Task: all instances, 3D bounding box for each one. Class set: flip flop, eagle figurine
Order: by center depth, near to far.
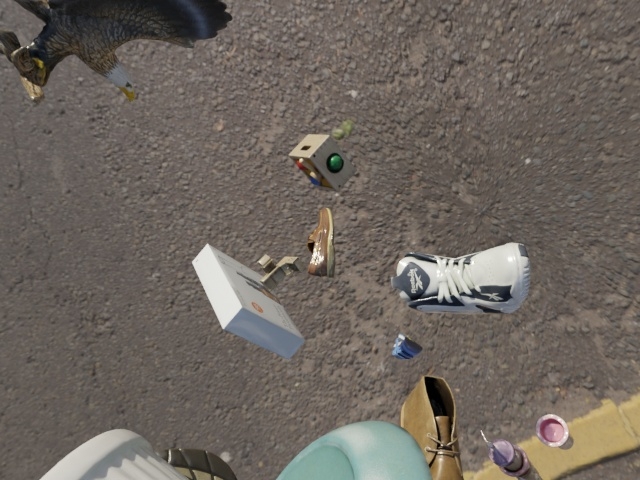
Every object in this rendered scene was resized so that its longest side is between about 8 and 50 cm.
[{"bbox_3d":[-0.315,-0.317,0.767,0.298,0.225,0.226,-38,77,-12],"label":"eagle figurine"},{"bbox_3d":[-0.273,0.416,0.868,0.276,0.112,0.080,6,138,-6],"label":"flip flop"}]

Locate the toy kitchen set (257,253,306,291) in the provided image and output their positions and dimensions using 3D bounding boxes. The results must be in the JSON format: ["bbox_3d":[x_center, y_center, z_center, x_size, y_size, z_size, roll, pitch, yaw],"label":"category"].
[{"bbox_3d":[-0.095,0.062,1.140,0.083,0.075,0.068,-44,108,-21],"label":"toy kitchen set"}]

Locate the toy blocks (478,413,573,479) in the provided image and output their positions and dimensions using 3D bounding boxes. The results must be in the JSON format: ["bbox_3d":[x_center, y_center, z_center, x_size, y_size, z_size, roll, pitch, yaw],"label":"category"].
[{"bbox_3d":[0.427,0.542,1.021,0.309,0.260,0.289,-40,45,11],"label":"toy blocks"}]

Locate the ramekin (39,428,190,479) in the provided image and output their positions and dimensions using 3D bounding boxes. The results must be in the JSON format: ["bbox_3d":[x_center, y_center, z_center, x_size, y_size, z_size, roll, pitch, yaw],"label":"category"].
[{"bbox_3d":[-0.180,0.303,0.399,0.127,0.273,0.273,24,100,9],"label":"ramekin"}]

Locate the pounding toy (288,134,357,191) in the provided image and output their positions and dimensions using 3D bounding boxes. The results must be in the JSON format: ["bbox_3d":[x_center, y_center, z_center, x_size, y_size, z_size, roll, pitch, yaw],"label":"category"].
[{"bbox_3d":[-0.004,-0.172,1.163,0.100,0.141,0.130,-48,118,-10],"label":"pounding toy"}]

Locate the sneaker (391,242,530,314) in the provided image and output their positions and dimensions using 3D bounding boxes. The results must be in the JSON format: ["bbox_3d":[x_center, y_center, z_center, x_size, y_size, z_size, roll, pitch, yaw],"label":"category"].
[{"bbox_3d":[0.186,0.059,0.743,0.152,0.235,0.094,2,81,-7],"label":"sneaker"}]

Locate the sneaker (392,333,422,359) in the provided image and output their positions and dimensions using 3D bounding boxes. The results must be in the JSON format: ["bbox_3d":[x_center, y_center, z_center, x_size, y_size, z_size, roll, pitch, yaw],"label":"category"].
[{"bbox_3d":[0.212,0.272,1.271,0.053,0.144,0.059,32,86,3],"label":"sneaker"}]

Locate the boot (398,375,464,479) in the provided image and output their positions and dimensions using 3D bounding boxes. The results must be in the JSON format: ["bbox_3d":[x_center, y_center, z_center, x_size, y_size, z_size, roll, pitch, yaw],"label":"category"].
[{"bbox_3d":[0.182,0.349,0.826,0.112,0.305,0.115,9,122,-4],"label":"boot"}]

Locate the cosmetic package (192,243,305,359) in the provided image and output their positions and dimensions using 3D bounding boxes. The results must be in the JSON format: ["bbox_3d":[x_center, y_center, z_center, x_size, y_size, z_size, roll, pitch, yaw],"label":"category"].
[{"bbox_3d":[-0.240,0.194,1.672,0.097,0.284,0.377,-51,40,7],"label":"cosmetic package"}]

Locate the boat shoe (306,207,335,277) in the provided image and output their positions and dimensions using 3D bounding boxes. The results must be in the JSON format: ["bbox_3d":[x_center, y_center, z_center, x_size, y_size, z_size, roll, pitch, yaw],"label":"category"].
[{"bbox_3d":[0.000,0.001,1.098,0.060,0.064,0.178,0,52,-1],"label":"boat shoe"}]

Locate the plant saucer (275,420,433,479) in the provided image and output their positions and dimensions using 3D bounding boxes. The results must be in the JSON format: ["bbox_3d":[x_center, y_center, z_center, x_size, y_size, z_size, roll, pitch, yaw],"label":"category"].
[{"bbox_3d":[-0.026,0.280,0.393,0.043,0.317,0.318,32,103,-8],"label":"plant saucer"}]
